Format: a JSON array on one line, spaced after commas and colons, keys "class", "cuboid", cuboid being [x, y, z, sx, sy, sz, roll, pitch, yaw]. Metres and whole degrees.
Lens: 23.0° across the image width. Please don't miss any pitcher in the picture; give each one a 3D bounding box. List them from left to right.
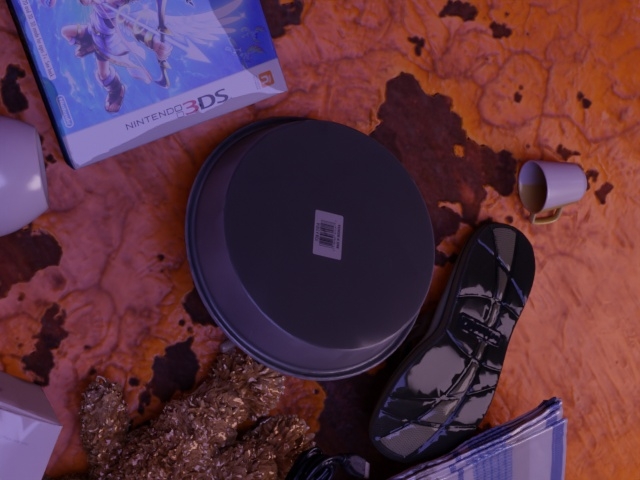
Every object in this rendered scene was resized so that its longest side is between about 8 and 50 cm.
[{"class": "pitcher", "cuboid": [-0.378, -0.036, 1.580, 0.207, 0.125, 0.177, -9, 124, -5]}]

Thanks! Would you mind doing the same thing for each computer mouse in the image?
[{"class": "computer mouse", "cuboid": [-0.005, 0.317, 1.748, 0.184, 0.060, 0.262, -51, 143, -5]}]

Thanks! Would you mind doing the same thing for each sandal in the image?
[{"class": "sandal", "cuboid": [0.150, 0.119, 1.791, 0.120, 0.086, 0.303, 37, 72, -21]}]

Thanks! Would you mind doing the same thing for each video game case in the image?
[{"class": "video game case", "cuboid": [-0.189, -0.240, 1.622, 0.244, 0.061, 0.269, -22, 106, -14]}]

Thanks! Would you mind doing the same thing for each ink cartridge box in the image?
[{"class": "ink cartridge box", "cuboid": [-0.353, 0.252, 1.610, 0.092, 0.160, 0.219, 21, 94, -21]}]

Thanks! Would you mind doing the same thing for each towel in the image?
[{"class": "towel", "cuboid": [0.159, 0.302, 1.797, 0.285, 0.034, 0.209, -24, 137, -16]}]

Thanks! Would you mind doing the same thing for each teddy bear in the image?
[{"class": "teddy bear", "cuboid": [-0.164, 0.256, 1.698, 0.338, 0.113, 0.245, -13, 102, -15]}]

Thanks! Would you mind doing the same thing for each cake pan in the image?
[{"class": "cake pan", "cuboid": [0.000, 0.000, 1.663, 0.293, 0.054, 0.293, 9, 71, -26]}]

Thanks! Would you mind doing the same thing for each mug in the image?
[{"class": "mug", "cuboid": [0.267, -0.061, 1.809, 0.064, 0.078, 0.062, -7, 70, -25]}]

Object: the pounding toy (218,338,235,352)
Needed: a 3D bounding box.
[{"class": "pounding toy", "cuboid": [-0.034, 0.078, 1.709, 0.141, 0.100, 0.130, 26, 91, -20]}]
